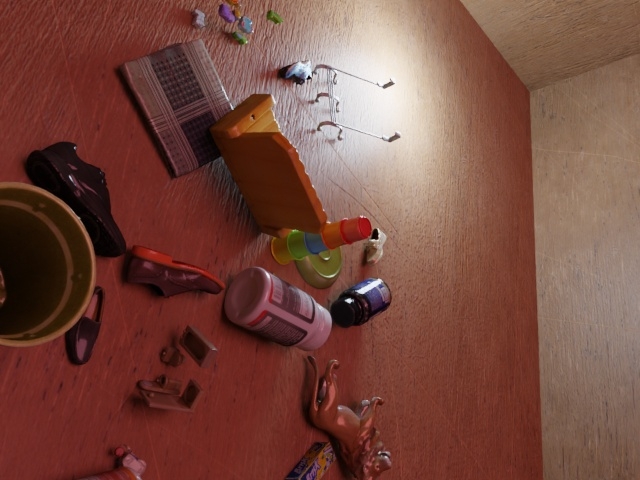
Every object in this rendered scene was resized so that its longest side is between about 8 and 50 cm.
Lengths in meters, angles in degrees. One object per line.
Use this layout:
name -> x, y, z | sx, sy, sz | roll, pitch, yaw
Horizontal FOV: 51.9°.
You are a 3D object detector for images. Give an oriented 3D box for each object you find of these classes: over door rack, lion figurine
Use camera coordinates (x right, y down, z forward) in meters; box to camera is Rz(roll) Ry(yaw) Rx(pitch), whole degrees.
over door rack -> 0.120, -0.474, 2.328 | 0.324, 0.108, 0.240 | 4, 74, -30
lion figurine -> 0.064, 0.536, 1.949 | 0.392, 0.142, 0.240 | 39, 56, -19

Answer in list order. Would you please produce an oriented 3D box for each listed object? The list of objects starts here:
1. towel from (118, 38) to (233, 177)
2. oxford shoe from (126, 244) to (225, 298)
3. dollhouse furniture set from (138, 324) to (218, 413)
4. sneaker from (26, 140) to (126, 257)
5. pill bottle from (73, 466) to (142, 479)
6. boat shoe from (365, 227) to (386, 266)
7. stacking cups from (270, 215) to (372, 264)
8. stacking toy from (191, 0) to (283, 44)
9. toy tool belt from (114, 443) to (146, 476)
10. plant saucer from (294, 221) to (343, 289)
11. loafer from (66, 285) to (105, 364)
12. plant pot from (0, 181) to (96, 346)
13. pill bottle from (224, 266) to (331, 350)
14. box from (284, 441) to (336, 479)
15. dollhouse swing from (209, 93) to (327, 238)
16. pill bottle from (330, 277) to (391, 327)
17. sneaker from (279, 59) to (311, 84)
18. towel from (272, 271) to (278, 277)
towel -> -0.362, -0.361, 1.763 | 0.312, 0.056, 0.324 | -39, 111, -47
oxford shoe -> -0.353, 0.096, 1.597 | 0.271, 0.096, 0.099 | 25, 79, -40
dollhouse furniture set -> -0.335, 0.283, 1.496 | 0.123, 0.144, 0.151 | 25, 96, -45
sneaker -> -0.506, -0.094, 1.442 | 0.286, 0.109, 0.130 | 61, 33, -20
pill bottle -> -0.459, 0.525, 1.277 | 0.216, 0.121, 0.121 | 2, 77, -51
boat shoe -> 0.185, 0.021, 2.312 | 0.059, 0.063, 0.170 | 51, 34, -24
stacking cups -> 0.000, 0.000, 1.872 | 0.096, 0.316, 0.096 | 17, 67, -47
stacking toy -> -0.242, -0.636, 1.899 | 0.221, 0.166, 0.052 | 12, 69, -50
toy tool belt -> -0.417, 0.476, 1.416 | 0.083, 0.051, 0.052 | 49, 59, -13
plant saucer -> 0.002, 0.034, 2.091 | 0.241, 0.037, 0.241 | 20, 64, -47
loafer -> -0.495, 0.177, 1.395 | 0.062, 0.061, 0.170 | 19, 65, -48
plant pot -> -0.588, 0.061, 1.159 | 0.276, 0.253, 0.276 | 20, 64, -48
pill bottle -> -0.109, 0.196, 1.795 | 0.283, 0.161, 0.161 | 34, 53, -41
box -> -0.026, 0.638, 1.840 | 0.169, 0.054, 0.059 | -37, 108, -51
dollhouse swing -> -0.080, -0.214, 1.806 | 0.315, 0.304, 0.347 | -51, 126, -41
pill bottle -> 0.129, 0.204, 2.125 | 0.219, 0.122, 0.123 | -20, 94, -53
sneaker -> -0.073, -0.550, 2.171 | 0.162, 0.063, 0.073 | -31, 106, -51
towel -> -0.124, 0.139, 1.919 | 0.083, 0.009, 0.060 | 50, 45, -30
